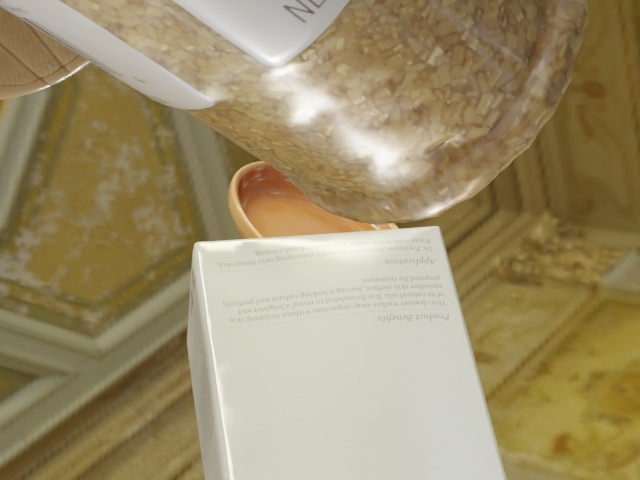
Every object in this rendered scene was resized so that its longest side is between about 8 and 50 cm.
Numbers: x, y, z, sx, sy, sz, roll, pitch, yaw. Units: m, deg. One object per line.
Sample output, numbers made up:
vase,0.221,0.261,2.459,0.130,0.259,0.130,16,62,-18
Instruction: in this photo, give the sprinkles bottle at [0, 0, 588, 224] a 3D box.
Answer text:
sprinkles bottle,-0.074,-0.122,0.346,0.355,0.121,0.121,30,-105,-44

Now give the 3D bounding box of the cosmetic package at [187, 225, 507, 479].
cosmetic package,0.021,0.187,1.119,0.156,0.217,0.385,101,164,-54

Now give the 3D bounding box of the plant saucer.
plant saucer,0.000,0.000,1.355,0.200,0.200,0.037,-3,-47,-49

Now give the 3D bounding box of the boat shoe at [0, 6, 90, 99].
boat shoe,-0.188,-0.113,0.743,0.103,0.285,0.092,52,-153,-19
